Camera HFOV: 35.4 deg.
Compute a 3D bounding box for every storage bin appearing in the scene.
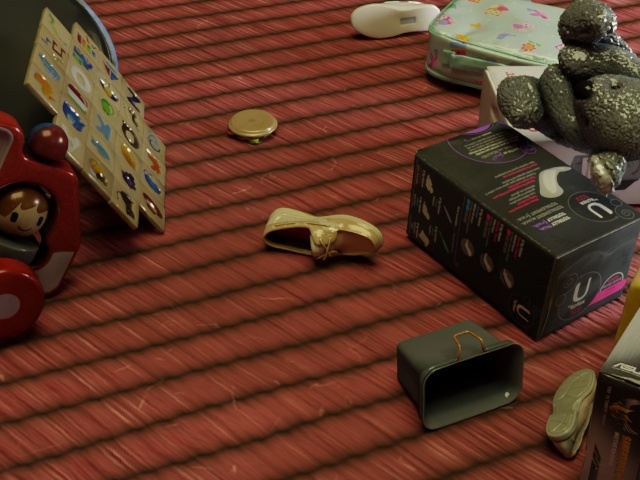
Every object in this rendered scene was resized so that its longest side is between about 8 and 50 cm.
[{"bbox_3d":[0.154,0.142,1.168,0.135,0.098,0.091,-16,31,-22],"label":"storage bin"}]

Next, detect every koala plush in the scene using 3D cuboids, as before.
[{"bbox_3d":[0.376,-0.168,1.287,0.203,0.196,0.221,34,14,-22],"label":"koala plush"}]

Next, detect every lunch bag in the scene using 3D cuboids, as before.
[{"bbox_3d":[0.328,-0.338,1.780,0.279,0.108,0.224,18,44,21],"label":"lunch bag"}]

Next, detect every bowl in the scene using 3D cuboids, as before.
[{"bbox_3d":[-0.495,-0.273,1.531,0.391,0.077,0.391,14,56,-21],"label":"bowl"}]

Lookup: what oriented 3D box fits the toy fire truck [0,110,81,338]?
[{"bbox_3d":[-0.419,-0.041,1.195,0.302,0.254,0.169,17,21,-38],"label":"toy fire truck"}]

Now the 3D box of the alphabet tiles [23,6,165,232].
[{"bbox_3d":[-0.308,-0.171,1.421,0.011,0.285,0.343,-29,35,13],"label":"alphabet tiles"}]

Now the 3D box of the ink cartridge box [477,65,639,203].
[{"bbox_3d":[0.414,-0.165,1.540,0.306,0.131,0.226,-2,39,-3],"label":"ink cartridge box"}]

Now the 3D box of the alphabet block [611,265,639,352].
[{"bbox_3d":[0.458,0.096,1.157,0.193,0.192,0.197,19,39,23],"label":"alphabet block"}]

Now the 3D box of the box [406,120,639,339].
[{"bbox_3d":[0.262,-0.021,1.334,0.165,0.143,0.270,-22,44,-28],"label":"box"}]

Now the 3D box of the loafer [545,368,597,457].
[{"bbox_3d":[0.290,0.197,1.147,0.045,0.039,0.125,-14,21,37],"label":"loafer"}]

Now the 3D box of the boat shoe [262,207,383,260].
[{"bbox_3d":[0.000,0.000,1.368,0.170,0.063,0.059,8,40,23],"label":"boat shoe"}]

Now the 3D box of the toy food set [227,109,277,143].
[{"bbox_3d":[-0.112,-0.188,1.634,0.083,0.020,0.082,27,45,28],"label":"toy food set"}]

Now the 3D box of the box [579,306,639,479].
[{"bbox_3d":[0.324,0.174,1.015,0.056,0.231,0.183,21,40,28],"label":"box"}]

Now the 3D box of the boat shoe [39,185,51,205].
[{"bbox_3d":[-0.479,-0.051,1.397,0.257,0.095,0.095,4,51,13],"label":"boat shoe"}]

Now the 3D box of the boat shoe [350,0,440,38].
[{"bbox_3d":[0.139,-0.434,1.935,0.184,0.066,0.063,-13,26,-15],"label":"boat shoe"}]
